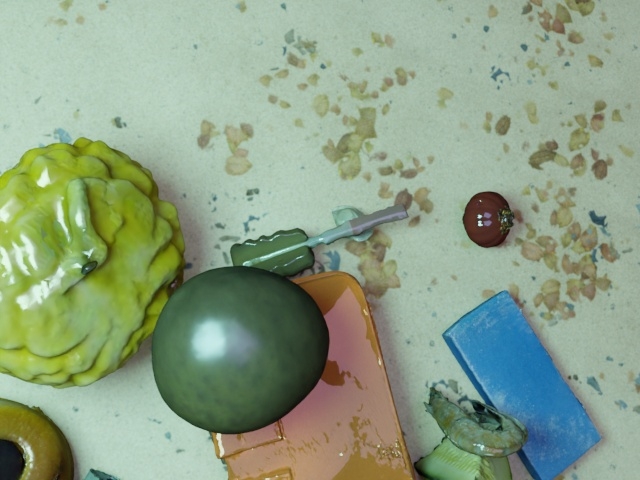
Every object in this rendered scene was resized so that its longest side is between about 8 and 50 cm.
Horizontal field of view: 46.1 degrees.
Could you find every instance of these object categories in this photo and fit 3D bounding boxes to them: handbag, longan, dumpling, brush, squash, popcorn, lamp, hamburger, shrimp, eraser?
[{"bbox_3d":[-0.032,0.272,1.193,0.303,0.116,0.410,-13,84,-11],"label":"handbag"},{"bbox_3d":[-0.106,0.152,1.037,0.248,0.248,0.248,2,81,-12],"label":"longan"},{"bbox_3d":[0.058,-0.033,1.286,0.057,0.076,0.052,-34,116,-17],"label":"dumpling"},{"bbox_3d":[0.000,0.000,1.233,0.301,0.071,0.084,-19,82,0],"label":"brush"},{"bbox_3d":[0.269,0.352,1.171,0.169,0.252,0.093,-36,92,-15],"label":"squash"},{"bbox_3d":[-0.377,0.026,1.067,0.349,0.381,0.349,-15,110,-48],"label":"popcorn"},{"bbox_3d":[0.294,-0.037,1.323,0.101,0.090,0.101,1,89,-45],"label":"lamp"},{"bbox_3d":[-0.461,0.328,1.061,0.236,0.147,0.237,14,61,-28],"label":"hamburger"},{"bbox_3d":[0.242,0.283,1.196,0.126,0.223,0.048,-5,105,-18],"label":"shrimp"},{"bbox_3d":[0.349,0.253,1.313,0.144,0.042,0.312,-33,89,-14],"label":"eraser"}]

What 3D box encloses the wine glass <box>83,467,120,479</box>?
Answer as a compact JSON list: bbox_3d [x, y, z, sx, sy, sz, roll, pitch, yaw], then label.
[{"bbox_3d":[-0.360,0.439,1.108,0.079,0.079,0.196,30,78,-7],"label":"wine glass"}]
